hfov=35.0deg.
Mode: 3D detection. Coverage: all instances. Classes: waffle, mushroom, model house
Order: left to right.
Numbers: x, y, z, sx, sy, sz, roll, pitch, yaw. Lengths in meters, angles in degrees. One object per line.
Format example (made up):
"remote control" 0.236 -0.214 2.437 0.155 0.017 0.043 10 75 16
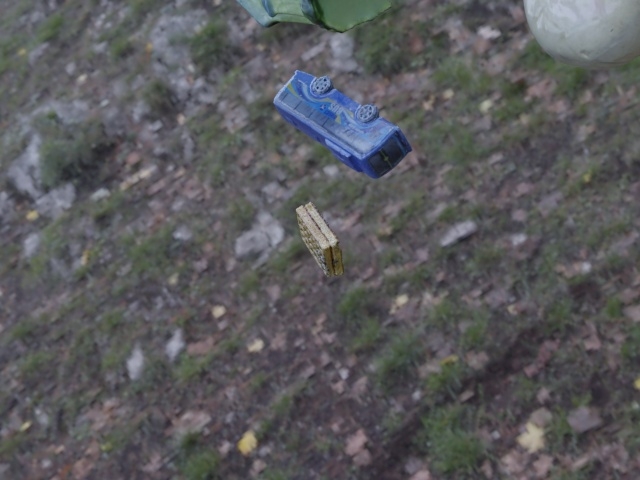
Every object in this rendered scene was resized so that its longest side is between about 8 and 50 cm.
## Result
"model house" -0.019 -0.350 1.173 0.189 0.195 0.214 9 41 43
"waffle" 0.000 0.000 2.125 0.042 0.102 0.148 -22 48 -12
"mushroom" 0.569 -0.472 2.012 0.315 0.356 0.315 -55 4 6

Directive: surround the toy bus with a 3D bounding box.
"toy bus" 0.032 -0.180 1.575 0.236 0.079 0.094 38 89 37
